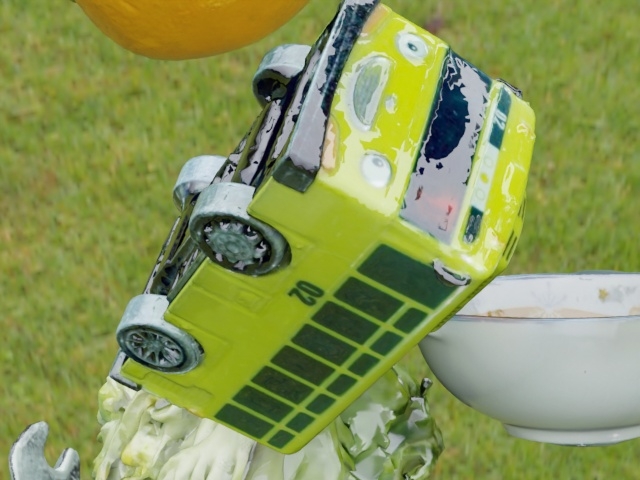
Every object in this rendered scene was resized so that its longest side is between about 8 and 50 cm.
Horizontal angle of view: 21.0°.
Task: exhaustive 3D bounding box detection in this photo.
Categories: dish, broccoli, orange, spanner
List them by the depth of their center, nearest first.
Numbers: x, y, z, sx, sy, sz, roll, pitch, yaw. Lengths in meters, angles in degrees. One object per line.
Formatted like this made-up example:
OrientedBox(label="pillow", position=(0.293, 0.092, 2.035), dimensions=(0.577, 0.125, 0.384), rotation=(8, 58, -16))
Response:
OrientedBox(label="dish", position=(0.154, 0.072, 1.050), dimensions=(0.236, 0.228, 0.086), rotation=(-1, 96, 3))
OrientedBox(label="spanner", position=(-0.189, 0.258, 1.052), dimensions=(0.017, 0.071, 0.302), rotation=(-5, 64, 27))
OrientedBox(label="broccoli", position=(-0.042, 0.097, 1.160), dimensions=(0.248, 0.246, 0.288), rotation=(-16, 46, -13))
OrientedBox(label="orange", position=(-0.129, -0.323, 1.657), dimensions=(0.312, 0.312, 0.312), rotation=(-1, 54, 1))

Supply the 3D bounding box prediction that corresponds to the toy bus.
OrientedBox(label="toy bus", position=(0.000, 0.000, 0.908), dimensions=(0.150, 0.262, 0.128), rotation=(28, 54, -11))
